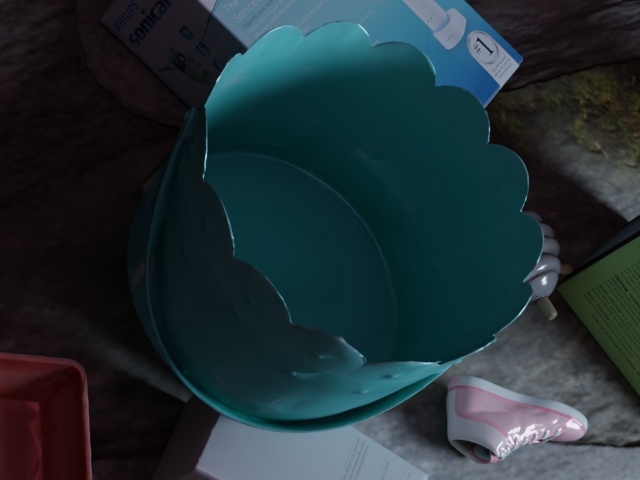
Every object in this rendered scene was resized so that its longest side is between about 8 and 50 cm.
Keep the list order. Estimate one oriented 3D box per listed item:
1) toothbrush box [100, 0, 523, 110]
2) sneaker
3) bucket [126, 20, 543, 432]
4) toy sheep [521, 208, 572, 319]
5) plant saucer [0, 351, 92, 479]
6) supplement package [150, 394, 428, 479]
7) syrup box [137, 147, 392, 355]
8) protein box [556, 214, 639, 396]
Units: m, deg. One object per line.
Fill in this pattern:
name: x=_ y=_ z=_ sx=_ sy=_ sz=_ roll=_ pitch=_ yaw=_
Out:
toothbrush box: x=-0.005 y=-0.175 z=1.530 sx=0.295 sy=0.126 sz=0.216 roll=44 pitch=54 yaw=-6
sneaker: x=0.167 y=0.168 z=1.518 sx=0.134 sy=0.051 sz=0.070 roll=19 pitch=61 yaw=-18
bucket: x=0.000 y=0.000 z=1.292 sx=0.281 sy=0.183 sz=0.281 roll=14 pitch=58 yaw=-24
toy sheep: x=0.176 y=0.015 z=1.573 sx=0.091 sy=0.091 sz=0.132 roll=-16 pitch=58 yaw=-34
plant saucer: x=-0.277 y=0.196 z=1.174 sx=0.259 sy=0.048 sz=0.258 roll=8 pitch=63 yaw=-30
supplement package: x=-0.028 y=0.192 z=1.357 sx=0.179 sy=0.105 sz=0.105 roll=34 pitch=54 yaw=-13
syrup box: x=-0.045 y=0.026 z=1.433 sx=0.096 sy=0.093 sz=0.237 roll=-22 pitch=80 yaw=-36
protein box: x=0.366 y=0.052 z=1.592 sx=0.136 sy=0.201 sz=0.200 roll=-37 pitch=89 yaw=-36
